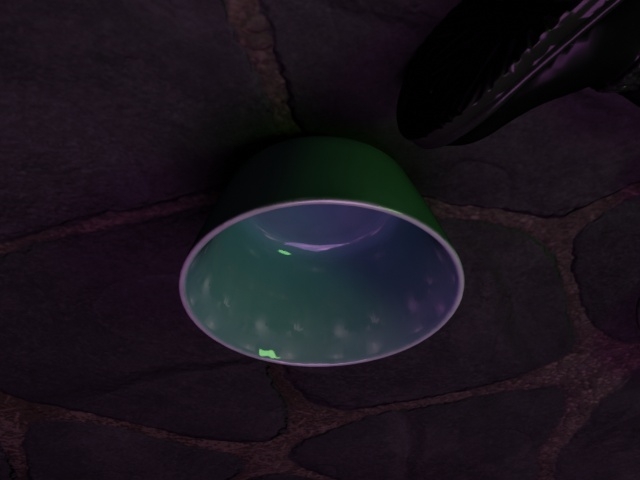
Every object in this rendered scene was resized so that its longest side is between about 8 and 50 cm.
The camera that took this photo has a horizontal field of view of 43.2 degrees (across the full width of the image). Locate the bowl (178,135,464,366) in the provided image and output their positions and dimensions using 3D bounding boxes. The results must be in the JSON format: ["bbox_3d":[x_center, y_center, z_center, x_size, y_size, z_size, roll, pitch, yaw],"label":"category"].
[{"bbox_3d":[0.000,0.000,0.933,0.312,0.163,0.311,-1,140,-1],"label":"bowl"}]

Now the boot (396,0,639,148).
[{"bbox_3d":[0.273,-0.155,0.777,0.260,0.131,0.348,30,131,-33],"label":"boot"}]

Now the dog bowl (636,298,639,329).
[{"bbox_3d":[0.640,0.115,1.146,0.349,0.102,0.348,-1,142,-1],"label":"dog bowl"}]
